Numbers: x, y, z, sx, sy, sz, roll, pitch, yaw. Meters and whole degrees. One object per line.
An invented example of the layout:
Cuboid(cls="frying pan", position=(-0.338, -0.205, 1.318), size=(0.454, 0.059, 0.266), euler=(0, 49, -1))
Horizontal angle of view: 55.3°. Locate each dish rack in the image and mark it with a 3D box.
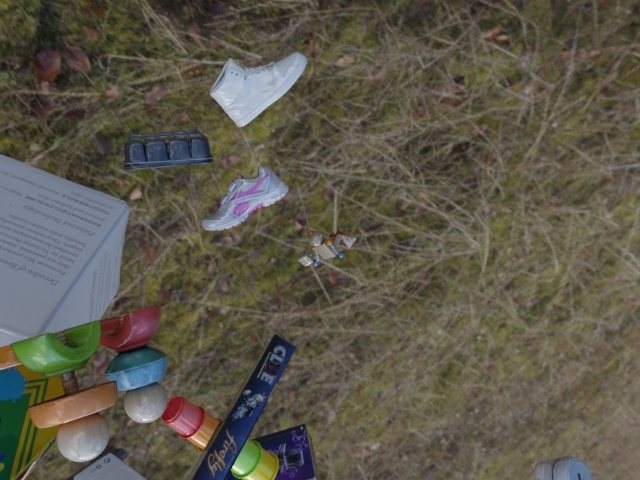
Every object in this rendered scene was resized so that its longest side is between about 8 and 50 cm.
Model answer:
Cuboid(cls="dish rack", position=(-0.385, -0.236, 1.520), size=(0.208, 0.271, 0.074), euler=(-6, 106, -16))

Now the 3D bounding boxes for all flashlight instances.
Cuboid(cls="flashlight", position=(-0.665, 0.661, 1.639), size=(0.304, 0.103, 0.103), euler=(-24, 127, -65))

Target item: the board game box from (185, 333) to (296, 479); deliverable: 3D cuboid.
Cuboid(cls="board game box", position=(-0.128, 0.278, 0.931), size=(0.243, 0.042, 0.165), euler=(-60, -178, -35))

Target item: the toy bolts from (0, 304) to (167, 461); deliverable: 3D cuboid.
Cuboid(cls="toy bolts", position=(-0.313, 0.194, 0.816), size=(0.218, 0.159, 0.228), euler=(-17, 177, 31))

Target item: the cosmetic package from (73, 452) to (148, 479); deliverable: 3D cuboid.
Cuboid(cls="cosmetic package", position=(-0.324, 0.483, 1.066), size=(0.085, 0.231, 0.118), euler=(-29, 125, -43))

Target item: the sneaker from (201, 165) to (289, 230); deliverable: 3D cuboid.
Cuboid(cls="sneaker", position=(-0.215, -0.116, 1.628), size=(0.252, 0.103, 0.111), euler=(-32, 104, -4))

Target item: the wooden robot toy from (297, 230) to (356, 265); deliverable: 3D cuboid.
Cuboid(cls="wooden robot toy", position=(0.000, 0.000, 1.386), size=(0.079, 0.173, 0.076), euler=(41, 55, -23))

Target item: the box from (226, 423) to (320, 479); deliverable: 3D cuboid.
Cuboid(cls="box", position=(-0.144, 0.682, 1.819), size=(0.261, 0.184, 0.103), euler=(-17, 129, 0))

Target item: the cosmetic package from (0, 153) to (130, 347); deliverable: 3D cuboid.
Cuboid(cls="cosmetic package", position=(-0.655, 0.093, 1.309), size=(0.327, 0.394, 0.329), euler=(21, 134, -4))

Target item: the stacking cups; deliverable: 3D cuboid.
Cuboid(cls="stacking cups", position=(-0.222, 0.444, 1.368), size=(0.096, 0.096, 0.316), euler=(-42, 121, -3))

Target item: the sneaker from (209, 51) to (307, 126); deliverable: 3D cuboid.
Cuboid(cls="sneaker", position=(-0.191, -0.488, 1.802), size=(0.292, 0.108, 0.169), euler=(-40, 123, 10))

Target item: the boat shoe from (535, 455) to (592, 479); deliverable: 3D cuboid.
Cuboid(cls="boat shoe", position=(0.359, 0.424, 0.862), size=(0.083, 0.227, 0.075), euler=(7, 160, -27))

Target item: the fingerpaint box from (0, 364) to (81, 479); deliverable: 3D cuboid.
Cuboid(cls="fingerpaint box", position=(-0.609, 0.419, 0.930), size=(0.445, 0.163, 0.371), euler=(-46, -176, 25))
